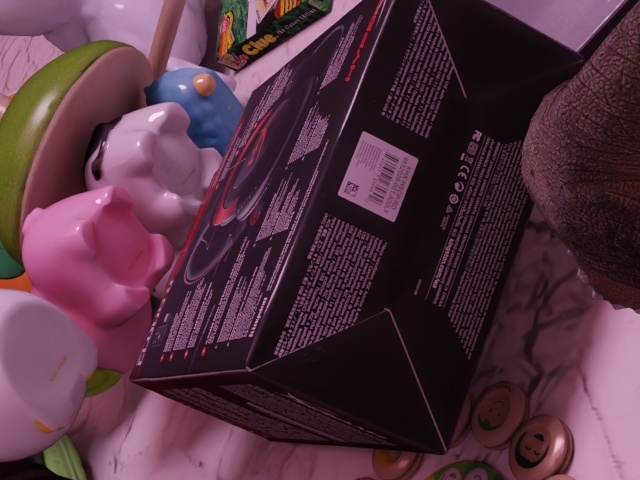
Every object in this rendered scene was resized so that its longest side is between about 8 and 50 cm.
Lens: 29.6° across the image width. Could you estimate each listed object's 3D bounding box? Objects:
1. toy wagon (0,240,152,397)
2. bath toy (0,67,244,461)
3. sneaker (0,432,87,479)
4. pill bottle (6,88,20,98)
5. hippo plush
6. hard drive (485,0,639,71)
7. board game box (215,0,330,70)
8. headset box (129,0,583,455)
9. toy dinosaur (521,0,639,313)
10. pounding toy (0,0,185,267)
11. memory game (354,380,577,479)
[{"bbox_3d":[-0.293,-0.010,0.942,0.068,0.344,0.267,-49,48,31],"label":"toy wagon"},{"bbox_3d":[-0.154,0.022,0.825,0.129,0.151,0.348,-18,25,34],"label":"bath toy"},{"bbox_3d":[-0.233,0.211,0.803,0.483,0.202,0.185,10,82,60],"label":"sneaker"},{"bbox_3d":[-0.273,-0.051,1.187,0.121,0.121,0.216,-47,32,21],"label":"pill bottle"},{"bbox_3d":[-0.238,-0.213,1.123,0.234,0.237,0.294,-47,38,44],"label":"hippo plush"},{"bbox_3d":[0.141,-0.142,0.746,0.094,0.022,0.135,-49,32,19],"label":"hard drive"},{"bbox_3d":[-0.039,-0.294,1.099,0.136,0.030,0.259,-27,53,47],"label":"board game box"},{"bbox_3d":[0.000,0.000,0.696,0.218,0.110,0.293,-69,16,-16],"label":"headset box"},{"bbox_3d":[0.145,-0.021,0.459,0.160,0.313,0.121,-11,80,25],"label":"toy dinosaur"},{"bbox_3d":[-0.206,-0.094,0.925,0.183,0.110,0.237,103,-165,-45],"label":"pounding toy"},{"bbox_3d":[0.060,0.156,0.616,0.186,0.012,0.186,-36,38,34],"label":"memory game"}]
